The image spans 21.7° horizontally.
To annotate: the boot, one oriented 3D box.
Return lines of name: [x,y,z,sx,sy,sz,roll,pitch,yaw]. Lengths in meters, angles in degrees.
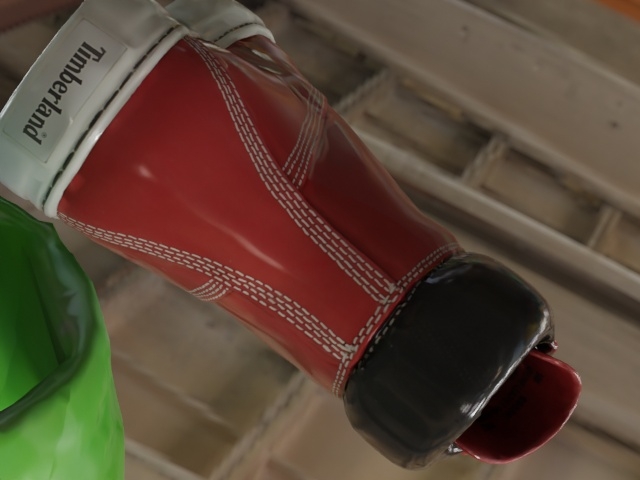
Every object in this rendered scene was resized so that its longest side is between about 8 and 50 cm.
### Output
boot: [0.000,0.000,0.537,0.176,0.088,0.244,36,-173,-2]

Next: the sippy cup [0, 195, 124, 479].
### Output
sippy cup: [-0.215,0.053,0.350,0.240,0.305,0.224,50,-153,-12]
